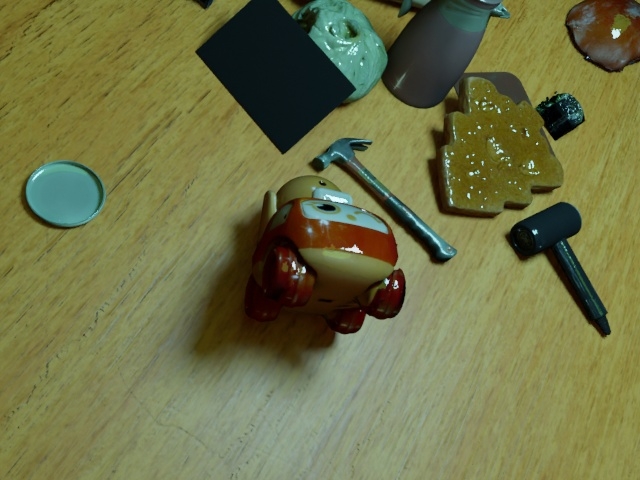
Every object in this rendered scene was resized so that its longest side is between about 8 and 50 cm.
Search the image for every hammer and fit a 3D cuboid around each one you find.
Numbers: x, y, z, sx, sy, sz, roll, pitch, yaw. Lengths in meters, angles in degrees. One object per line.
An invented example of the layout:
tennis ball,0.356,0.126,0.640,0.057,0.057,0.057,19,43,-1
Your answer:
hammer,0.121,-0.068,1.219,0.287,0.033,0.111,45,58,4

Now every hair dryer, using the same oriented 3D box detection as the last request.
hair dryer,0.449,0.060,1.274,0.128,0.070,0.255,-20,78,-29

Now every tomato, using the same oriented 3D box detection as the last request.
tomato,0.688,-0.507,1.637,0.228,0.112,0.199,-32,77,-35

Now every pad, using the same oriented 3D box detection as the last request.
pad,0.377,-0.232,1.427,0.181,0.004,0.267,-8,67,-26
pad,-0.080,-0.290,1.208,0.170,0.006,0.245,-41,83,5

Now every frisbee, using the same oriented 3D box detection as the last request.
frisbee,-0.370,-0.068,1.027,0.110,0.014,0.110,9,62,-17

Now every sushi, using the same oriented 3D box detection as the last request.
sushi,0.502,-0.267,1.465,0.083,0.056,0.084,-28,78,-31

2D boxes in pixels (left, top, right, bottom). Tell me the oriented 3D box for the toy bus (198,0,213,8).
toy bus,-0.256,-0.546,1.264,0.234,0.116,0.133,37,56,-3

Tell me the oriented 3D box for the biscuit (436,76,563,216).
biscuit,0.315,-0.156,1.324,0.284,0.043,0.306,49,64,-7

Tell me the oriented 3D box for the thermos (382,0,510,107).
thermos,0.217,-0.384,1.285,0.176,0.265,0.146,34,56,-1

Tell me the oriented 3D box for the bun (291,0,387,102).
bun,0.025,-0.354,1.274,0.204,0.126,0.212,-16,71,-30

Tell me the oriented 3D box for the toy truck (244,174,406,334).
toy truck,0.000,0.000,1.007,0.189,0.265,0.239,11,71,-19

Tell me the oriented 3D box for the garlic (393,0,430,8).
garlic,0.189,-0.553,1.453,0.318,0.112,0.143,12,83,-24
